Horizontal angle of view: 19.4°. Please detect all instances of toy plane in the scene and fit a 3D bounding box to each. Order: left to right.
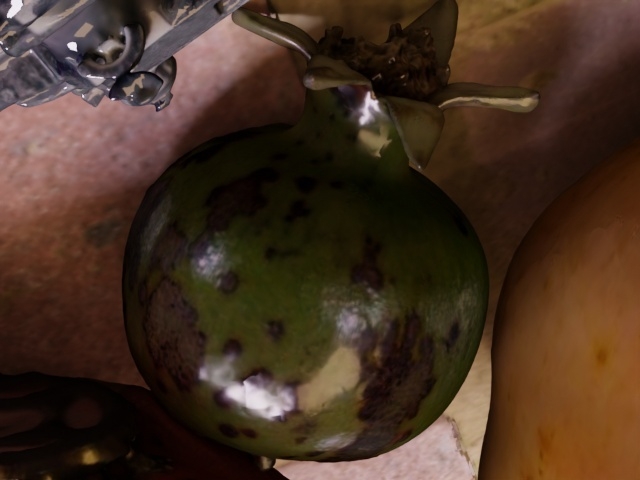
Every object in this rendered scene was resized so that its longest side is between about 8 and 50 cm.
[{"bbox_3d":[-0.048,-0.084,0.587,0.234,0.082,0.160,-25,173,4],"label":"toy plane"}]

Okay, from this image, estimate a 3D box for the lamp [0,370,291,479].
[{"bbox_3d":[-0.120,0.189,0.740,0.303,0.303,0.257,-8,102,-22],"label":"lamp"}]

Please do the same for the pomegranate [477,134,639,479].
[{"bbox_3d":[0.276,0.083,0.761,0.411,0.411,0.411,-16,146,-11],"label":"pomegranate"}]

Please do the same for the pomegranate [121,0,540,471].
[{"bbox_3d":[0.001,0.006,0.692,0.148,0.148,0.169,-3,134,-28],"label":"pomegranate"}]
